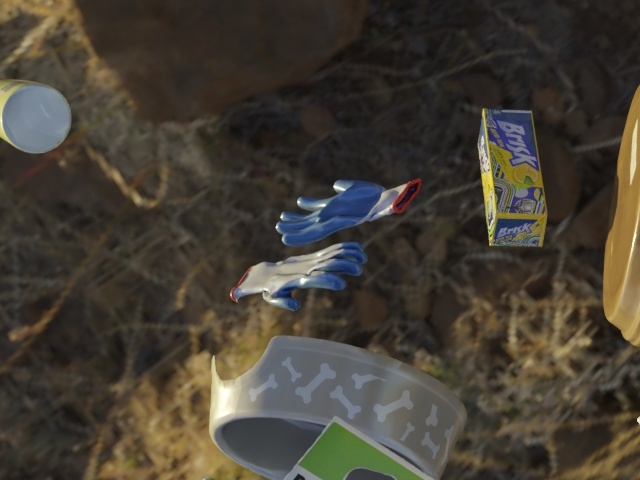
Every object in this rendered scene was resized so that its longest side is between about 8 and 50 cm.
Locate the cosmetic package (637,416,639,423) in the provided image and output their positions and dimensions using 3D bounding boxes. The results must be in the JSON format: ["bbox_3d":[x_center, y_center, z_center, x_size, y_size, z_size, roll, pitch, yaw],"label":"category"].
[{"bbox_3d":[0.459,0.101,1.280,0.365,0.155,0.197,-53,53,28],"label":"cosmetic package"}]

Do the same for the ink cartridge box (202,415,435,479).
[{"bbox_3d":[-0.022,0.271,1.410,0.189,0.255,0.097,37,-174,-32],"label":"ink cartridge box"}]

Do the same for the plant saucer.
[{"bbox_3d":[0.312,-0.036,1.536,0.041,0.278,0.277,9,123,4],"label":"plant saucer"}]

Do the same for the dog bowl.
[{"bbox_3d":[0.013,0.244,2.086,0.349,0.102,0.348,12,154,6],"label":"dog bowl"}]

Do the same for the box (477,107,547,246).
[{"bbox_3d":[0.210,-0.071,1.747,0.059,0.169,0.054,2,135,-2],"label":"box"}]

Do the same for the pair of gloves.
[{"bbox_3d":[0.000,0.000,1.476,0.159,0.198,0.023,-10,121,43],"label":"pair of gloves"}]

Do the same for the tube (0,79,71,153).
[{"bbox_3d":[-0.282,-0.121,1.463,0.070,0.062,0.240,49,170,-22],"label":"tube"}]
